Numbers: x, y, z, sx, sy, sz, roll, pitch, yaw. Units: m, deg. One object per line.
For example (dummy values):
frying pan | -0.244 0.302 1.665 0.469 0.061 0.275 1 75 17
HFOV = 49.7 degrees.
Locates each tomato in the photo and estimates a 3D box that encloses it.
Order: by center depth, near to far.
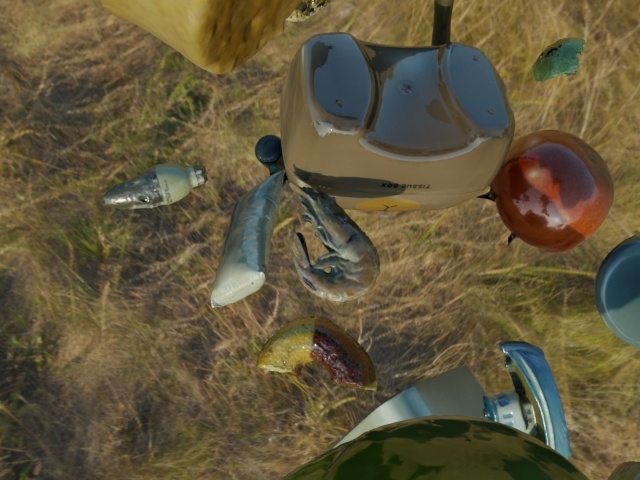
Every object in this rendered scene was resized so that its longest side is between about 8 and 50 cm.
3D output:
tomato | 0.470 -0.102 1.415 0.255 0.224 0.256 25 46 -29

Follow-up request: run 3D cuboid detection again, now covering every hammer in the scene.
hammer | 0.235 -0.367 1.361 0.044 0.440 0.168 -32 58 -16

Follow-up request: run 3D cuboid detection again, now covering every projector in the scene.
projector | 0.190 0.386 1.146 0.248 0.248 0.249 -8 56 -43

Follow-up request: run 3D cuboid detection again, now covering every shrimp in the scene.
shrimp | 0.000 0.000 1.080 0.126 0.047 0.223 -36 72 -7

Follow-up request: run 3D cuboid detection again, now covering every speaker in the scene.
speaker | -0.081 -0.152 1.318 0.060 0.075 0.094 -34 73 8

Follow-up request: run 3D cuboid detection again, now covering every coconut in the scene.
coconut | 0.630 -0.481 1.827 0.158 0.055 0.133 -44 31 19

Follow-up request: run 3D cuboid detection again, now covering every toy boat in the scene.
toy boat | 0.289 0.243 0.994 0.102 0.088 0.215 -16 104 -4

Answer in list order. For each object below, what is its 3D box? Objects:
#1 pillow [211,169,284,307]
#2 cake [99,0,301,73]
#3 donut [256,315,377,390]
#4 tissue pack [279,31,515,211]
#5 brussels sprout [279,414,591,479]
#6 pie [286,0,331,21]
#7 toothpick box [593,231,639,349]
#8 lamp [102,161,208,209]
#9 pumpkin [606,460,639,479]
pillow | -0.121 -0.006 1.208 0.078 0.144 0.254 28 45 -21
cake | -0.161 -0.391 0.743 0.321 0.332 0.332 35 79 3
donut | -0.002 0.255 1.602 0.295 0.112 0.151 11 86 6
tissue pack | 0.119 -0.193 1.223 0.387 0.277 0.267 1 62 -14
brussels sprout | 0.072 0.297 0.430 0.275 0.314 0.371 -2 90 32
pie | -0.039 -0.453 0.987 0.055 0.274 0.274 19 74 37
toothpick box | 0.371 0.041 0.736 0.120 0.184 0.120 7 102 32
lamp | -0.387 -0.128 1.626 0.250 0.101 0.101 -17 73 -12
pumpkin | 0.764 0.649 1.656 0.110 0.217 0.217 -19 73 -24
